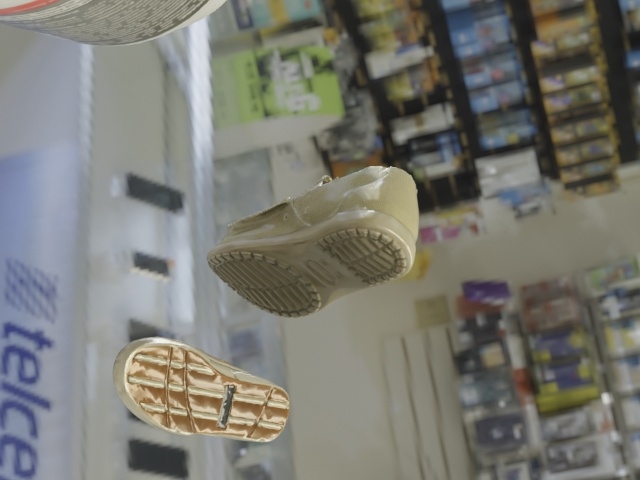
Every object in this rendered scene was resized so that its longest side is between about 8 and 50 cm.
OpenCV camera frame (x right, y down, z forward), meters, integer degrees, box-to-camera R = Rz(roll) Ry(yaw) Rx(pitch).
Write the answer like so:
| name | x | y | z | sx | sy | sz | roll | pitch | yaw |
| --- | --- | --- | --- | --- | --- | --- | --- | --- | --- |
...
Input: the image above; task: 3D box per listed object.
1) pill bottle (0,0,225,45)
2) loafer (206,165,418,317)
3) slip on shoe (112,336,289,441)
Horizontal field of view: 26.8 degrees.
| name | x | y | z | sx | sy | sz | roll | pitch | yaw |
| --- | --- | --- | --- | --- | --- | --- | --- | --- | --- |
| pill bottle | -0.158 | -0.235 | 0.867 | 0.363 | 0.210 | 0.210 | -18 | 95 | -81 |
| loafer | 0.000 | 0.000 | 1.204 | 0.102 | 0.268 | 0.092 | 46 | 57 | -24 |
| slip on shoe | -0.075 | 0.087 | 0.783 | 0.135 | 0.041 | 0.051 | 20 | 85 | -48 |
